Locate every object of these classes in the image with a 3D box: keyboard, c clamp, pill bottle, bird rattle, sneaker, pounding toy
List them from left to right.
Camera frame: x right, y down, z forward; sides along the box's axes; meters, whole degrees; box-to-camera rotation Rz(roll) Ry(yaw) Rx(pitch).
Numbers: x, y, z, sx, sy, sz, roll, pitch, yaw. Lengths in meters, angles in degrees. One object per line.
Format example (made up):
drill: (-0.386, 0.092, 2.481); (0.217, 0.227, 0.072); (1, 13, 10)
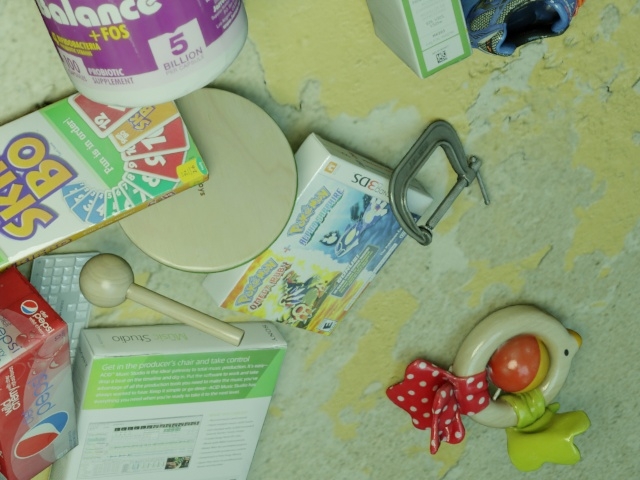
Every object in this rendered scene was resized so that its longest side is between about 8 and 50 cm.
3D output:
keyboard: (-0.287, 0.121, 1.393); (0.072, 0.014, 0.256); (0, 123, -27)
pill bottle: (-0.175, -0.271, 1.067); (0.169, 0.169, 0.302); (-26, 130, -8)
pounding toy: (-0.125, -0.024, 1.299); (0.182, 0.110, 0.237); (18, 77, -3)
c clamp: (0.131, -0.054, 1.426); (0.161, 0.022, 0.137); (-45, 125, -37)
bird rattle: (0.220, 0.172, 1.645); (0.253, 0.143, 0.207); (23, 99, -23)
sneaker: (0.243, -0.251, 1.346); (0.221, 0.087, 0.083); (-33, 132, -1)

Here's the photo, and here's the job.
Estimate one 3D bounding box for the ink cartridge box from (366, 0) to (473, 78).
ink cartridge box: (0.074, -0.267, 1.235); (0.062, 0.109, 0.209); (-28, 130, -7)

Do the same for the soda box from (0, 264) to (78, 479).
soda box: (-0.295, 0.140, 1.265); (0.092, 0.083, 0.263); (-35, 158, -26)

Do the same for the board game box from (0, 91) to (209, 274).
board game box: (-0.246, -0.060, 1.222); (0.259, 0.124, 0.039); (-26, 172, -6)

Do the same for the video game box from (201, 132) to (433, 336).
video game box: (0.000, 0.000, 1.409); (0.187, 0.048, 0.205); (20, 112, -46)

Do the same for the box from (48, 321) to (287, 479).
box: (-0.185, 0.237, 1.496); (0.232, 0.058, 0.322); (0, 124, -30)
